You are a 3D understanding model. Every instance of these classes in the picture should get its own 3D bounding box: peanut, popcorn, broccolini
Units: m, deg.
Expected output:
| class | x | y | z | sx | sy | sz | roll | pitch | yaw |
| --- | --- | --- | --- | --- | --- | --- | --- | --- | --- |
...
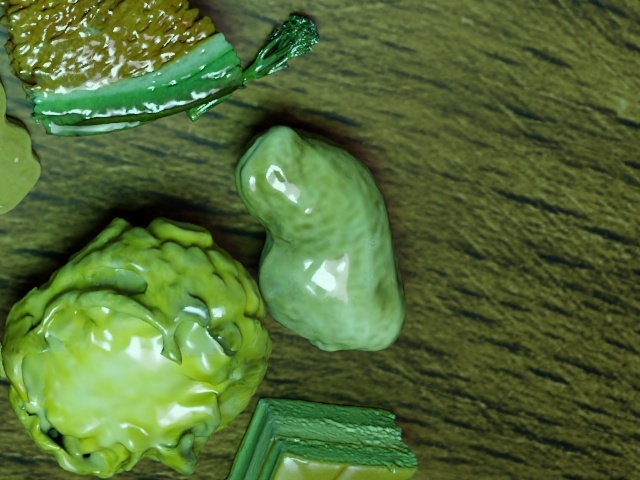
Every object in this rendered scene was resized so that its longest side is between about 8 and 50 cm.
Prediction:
| class | x | y | z | sx | sy | sz | roll | pitch | yaw |
| --- | --- | --- | --- | --- | --- | --- | --- | --- | --- |
| peanut | 0.000 | 0.000 | 1.670 | 0.137 | 0.122 | 0.253 | -33 | 124 | -27 |
| popcorn | -0.158 | 0.101 | 1.647 | 0.250 | 0.190 | 0.250 | -2 | 133 | -2 |
| broccolini | -0.063 | -0.151 | 1.629 | 0.140 | 0.030 | 0.035 | -32 | 114 | 8 |

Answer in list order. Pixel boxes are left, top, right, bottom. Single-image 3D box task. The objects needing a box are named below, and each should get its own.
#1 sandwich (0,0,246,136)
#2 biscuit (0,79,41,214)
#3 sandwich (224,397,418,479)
| class | x | y | z | sx | sy | sz | roll | pitch | yaw |
| --- | --- | --- | --- | --- | --- | --- | --- | --- | --- |
| sandwich | -0.168 | -0.171 | 1.548 | 0.184 | 0.109 | 0.160 | -14 | 102 | -6 |
| biscuit | -0.339 | -0.103 | 1.571 | 0.144 | 0.040 | 0.236 | -43 | 119 | 16 |
| sandwich | -0.012 | 0.258 | 1.818 | 0.144 | 0.117 | 0.187 | 14 | 113 | -20 |
